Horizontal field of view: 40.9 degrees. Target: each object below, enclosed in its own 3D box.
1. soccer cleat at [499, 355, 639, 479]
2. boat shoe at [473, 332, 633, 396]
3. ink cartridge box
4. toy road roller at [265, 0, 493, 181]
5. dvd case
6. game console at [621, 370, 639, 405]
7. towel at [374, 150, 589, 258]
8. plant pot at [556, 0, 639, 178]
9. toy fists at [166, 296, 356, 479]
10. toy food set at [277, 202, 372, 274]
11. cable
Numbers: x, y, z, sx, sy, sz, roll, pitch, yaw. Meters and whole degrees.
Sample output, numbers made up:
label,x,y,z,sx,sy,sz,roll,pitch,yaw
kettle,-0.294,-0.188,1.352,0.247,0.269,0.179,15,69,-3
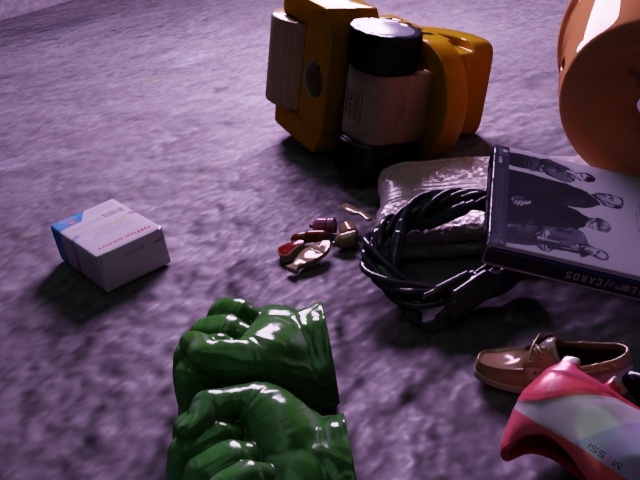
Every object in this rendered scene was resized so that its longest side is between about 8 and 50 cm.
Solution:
label,x,y,z,sx,sy,sz,roll,pitch,yaw
soccer cleat,0.242,0.168,0.597,0.248,0.083,0.095,26,68,41
boat shoe,0.199,0.102,0.739,0.135,0.045,0.050,0,30,14
ink cartridge box,-0.249,0.004,1.018,0.088,0.052,0.122,-28,34,-31
toy road roller,0.088,-0.230,1.216,0.240,0.203,0.329,-10,32,-30
dvd case,0.284,-0.014,0.858,0.238,0.030,0.179,14,40,3
game console,0.305,0.118,0.626,0.071,0.107,0.122,-49,21,-17
towel,0.203,-0.044,0.998,0.282,0.049,0.187,-3,29,9
plant pot,0.395,-0.188,0.973,0.290,0.291,0.203,10,38,28
toy fists,-0.054,0.136,0.692,0.142,0.096,0.279,-10,31,-2
toy food set,0.000,0.000,1.001,0.122,0.019,0.078,-31,35,-22
cable,0.133,0.007,0.891,0.184,0.047,0.150,-34,50,-19
